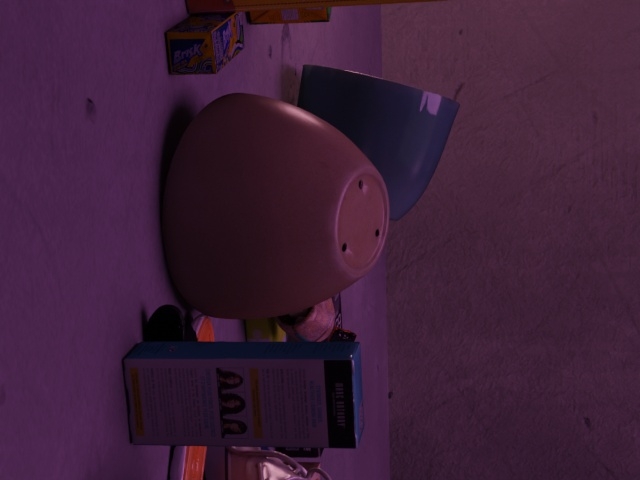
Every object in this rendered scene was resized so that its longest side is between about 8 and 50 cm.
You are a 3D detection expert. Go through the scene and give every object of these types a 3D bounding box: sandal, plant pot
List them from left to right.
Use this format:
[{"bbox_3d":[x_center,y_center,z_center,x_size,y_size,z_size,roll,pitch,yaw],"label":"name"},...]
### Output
[{"bbox_3d":[-0.129,0.221,1.525,0.102,0.076,0.265,69,22,-65],"label":"sandal"},{"bbox_3d":[-0.030,-0.033,1.518,0.284,0.191,0.284,-18,112,-56],"label":"plant pot"},{"bbox_3d":[0.081,-0.168,2.259,0.293,0.293,0.235,-2,107,-81],"label":"plant pot"}]

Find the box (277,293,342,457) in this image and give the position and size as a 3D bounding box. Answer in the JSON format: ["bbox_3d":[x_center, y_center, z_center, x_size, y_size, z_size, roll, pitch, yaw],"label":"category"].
[{"bbox_3d":[-0.018,0.212,2.193,0.307,0.077,0.242,-50,138,-75],"label":"box"}]

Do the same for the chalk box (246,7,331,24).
[{"bbox_3d":[-0.043,-0.448,1.936,0.132,0.132,0.213,80,13,-45],"label":"chalk box"}]

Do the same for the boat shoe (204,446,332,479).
[{"bbox_3d":[-0.056,0.328,1.549,0.367,0.156,0.135,-100,175,-66],"label":"boat shoe"}]

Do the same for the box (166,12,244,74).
[{"bbox_3d":[-0.140,-0.248,1.554,0.169,0.059,0.054,-65,154,-69],"label":"box"}]

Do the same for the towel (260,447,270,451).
[{"bbox_3d":[-0.099,0.297,1.848,0.067,0.029,0.119,-78,164,-51],"label":"towel"}]

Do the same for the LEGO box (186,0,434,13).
[{"bbox_3d":[0.093,-0.464,1.639,0.372,0.500,0.193,-76,162,-56],"label":"LEGO box"}]

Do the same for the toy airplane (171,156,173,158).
[{"bbox_3d":[-0.133,-0.092,1.555,0.151,0.028,0.151,2,90,-64],"label":"toy airplane"}]

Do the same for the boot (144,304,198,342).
[{"bbox_3d":[-0.164,0.118,1.423,0.099,0.045,0.121,-53,149,-71],"label":"boot"}]

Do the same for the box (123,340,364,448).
[{"bbox_3d":[-0.079,0.161,1.320,0.060,0.244,0.100,-59,147,-72],"label":"box"}]

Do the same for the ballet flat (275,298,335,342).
[{"bbox_3d":[-0.049,0.000,1.878,0.106,0.108,0.316,17,54,-61],"label":"ballet flat"}]

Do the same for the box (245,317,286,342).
[{"bbox_3d":[-0.080,0.166,1.928,0.109,0.042,0.178,-60,148,-70],"label":"box"}]

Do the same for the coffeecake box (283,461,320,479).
[{"bbox_3d":[-0.040,0.475,2.069,0.142,0.068,0.185,-34,123,-80],"label":"coffeecake box"}]

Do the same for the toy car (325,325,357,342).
[{"bbox_3d":[0.022,0.199,2.153,0.040,0.060,0.122,35,-60,47],"label":"toy car"}]
